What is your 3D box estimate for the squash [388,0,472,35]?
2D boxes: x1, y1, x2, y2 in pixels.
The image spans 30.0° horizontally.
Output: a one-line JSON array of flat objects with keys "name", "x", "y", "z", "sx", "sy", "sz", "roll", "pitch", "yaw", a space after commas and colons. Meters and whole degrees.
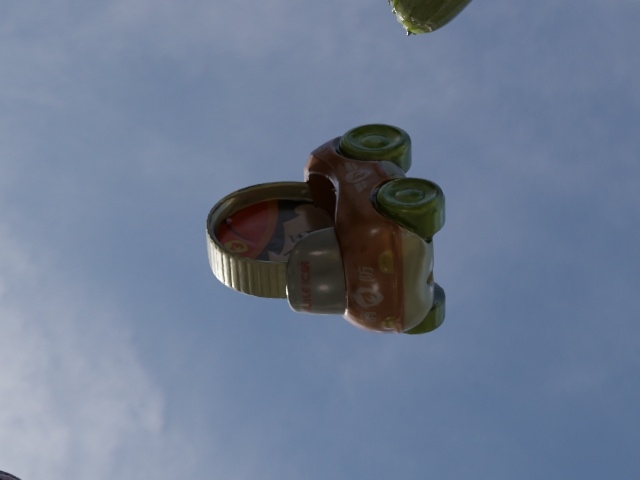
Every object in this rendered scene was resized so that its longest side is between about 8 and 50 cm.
[{"name": "squash", "x": 0.134, "y": -0.259, "z": 0.926, "sx": 0.069, "sy": 0.069, "sz": 0.239, "roll": 38, "pitch": -73, "yaw": 1}]

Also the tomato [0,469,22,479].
[{"name": "tomato", "x": -0.380, "y": 0.371, "z": 1.464, "sx": 0.167, "sy": 0.167, "sz": 0.167, "roll": 3, "pitch": -77, "yaw": 11}]

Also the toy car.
[{"name": "toy car", "x": 0.000, "y": 0.000, "z": 1.153, "sx": 0.235, "sy": 0.235, "sz": 0.145, "roll": 3, "pitch": -57, "yaw": 11}]
